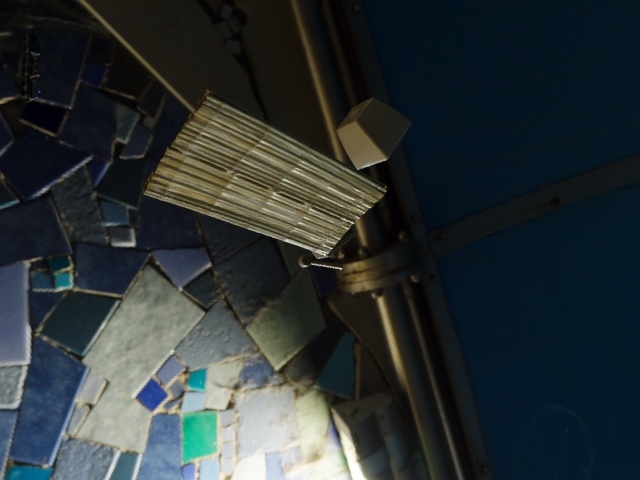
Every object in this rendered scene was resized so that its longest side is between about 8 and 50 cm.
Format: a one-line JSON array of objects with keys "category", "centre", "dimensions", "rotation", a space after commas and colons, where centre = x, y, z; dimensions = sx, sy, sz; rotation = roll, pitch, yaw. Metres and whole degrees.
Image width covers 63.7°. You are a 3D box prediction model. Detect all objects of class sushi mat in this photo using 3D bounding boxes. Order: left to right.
[{"category": "sushi mat", "centre": [-0.057, -0.069, 0.677], "dimensions": [0.151, 0.317, 0.019], "rotation": [-45, -133, 25]}]

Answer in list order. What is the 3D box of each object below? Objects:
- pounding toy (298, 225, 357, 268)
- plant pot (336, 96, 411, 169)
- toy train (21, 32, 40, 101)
[{"category": "pounding toy", "centre": [0.001, 0.011, 1.551], "dimensions": [0.181, 0.206, 0.094], "rotation": [56, -26, -10]}, {"category": "plant pot", "centre": [0.100, -0.226, 1.055], "dimensions": [0.096, 0.109, 0.109], "rotation": [43, -24, -21]}, {"category": "toy train", "centre": [-0.663, -0.394, 1.183], "dimensions": [0.027, 0.036, 0.158], "rotation": [-1, -93, 32]}]
